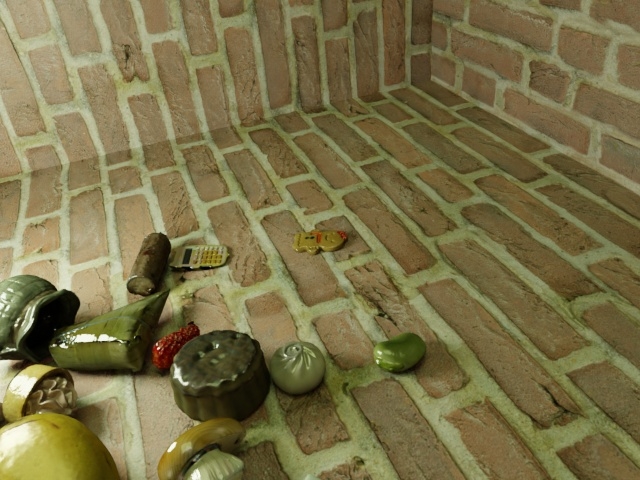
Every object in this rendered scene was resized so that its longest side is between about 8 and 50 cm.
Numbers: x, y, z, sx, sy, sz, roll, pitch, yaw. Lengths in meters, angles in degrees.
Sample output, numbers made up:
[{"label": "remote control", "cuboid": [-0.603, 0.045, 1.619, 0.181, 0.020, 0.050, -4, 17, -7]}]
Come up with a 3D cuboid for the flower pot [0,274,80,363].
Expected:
[{"label": "flower pot", "cuboid": [-0.966, 0.273, 1.818, 0.213, 0.302, 0.302, 16, 39, 10]}]

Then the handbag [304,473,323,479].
[{"label": "handbag", "cuboid": [0.059, 0.675, 1.207, 0.298, 0.151, 0.171, 20, 46, 22]}]

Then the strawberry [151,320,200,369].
[{"label": "strawberry", "cuboid": [-0.456, 0.342, 1.769, 0.082, 0.121, 0.188, 40, 53, 22]}]

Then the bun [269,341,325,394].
[{"label": "bun", "cuboid": [-0.072, 0.373, 1.667, 0.172, 0.120, 0.173, -6, 36, 4]}]

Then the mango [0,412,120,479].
[{"label": "mango", "cuboid": [-0.657, 0.607, 1.341, 0.301, 0.221, 0.445, -29, 44, -33]}]

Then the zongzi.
[{"label": "zongzi", "cuboid": [-0.699, 0.279, 1.857, 0.322, 0.160, 0.360, 1, 36, 8]}]

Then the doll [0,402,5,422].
[{"label": "doll", "cuboid": [-0.961, 0.533, 1.566, 0.303, 0.201, 0.156, 37, 16, 37]}]

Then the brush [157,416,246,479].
[{"label": "brush", "cuboid": [-0.267, 0.564, 1.403, 0.166, 0.174, 0.266, 33, 33, 26]}]

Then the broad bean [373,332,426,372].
[{"label": "broad bean", "cuboid": [0.243, 0.343, 1.692, 0.174, 0.082, 0.124, -20, 35, -17]}]

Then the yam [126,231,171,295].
[{"label": "yam", "cuboid": [-0.665, 0.095, 2.148, 0.131, 0.131, 0.280, -4, 37, 3]}]

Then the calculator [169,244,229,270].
[{"label": "calculator", "cuboid": [-0.487, 0.071, 2.236, 0.236, 0.033, 0.157, -3, 34, 0]}]

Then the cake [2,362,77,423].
[{"label": "cake", "cuboid": [-0.783, 0.460, 1.595, 0.178, 0.185, 0.208, 4, 25, 10]}]

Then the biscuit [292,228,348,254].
[{"label": "biscuit", "cuboid": [0.000, 0.000, 2.258, 0.225, 0.036, 0.166, 0, 34, 8]}]

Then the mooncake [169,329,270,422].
[{"label": "mooncake", "cuboid": [-0.302, 0.393, 1.637, 0.290, 0.161, 0.290, -4, 33, 2]}]
